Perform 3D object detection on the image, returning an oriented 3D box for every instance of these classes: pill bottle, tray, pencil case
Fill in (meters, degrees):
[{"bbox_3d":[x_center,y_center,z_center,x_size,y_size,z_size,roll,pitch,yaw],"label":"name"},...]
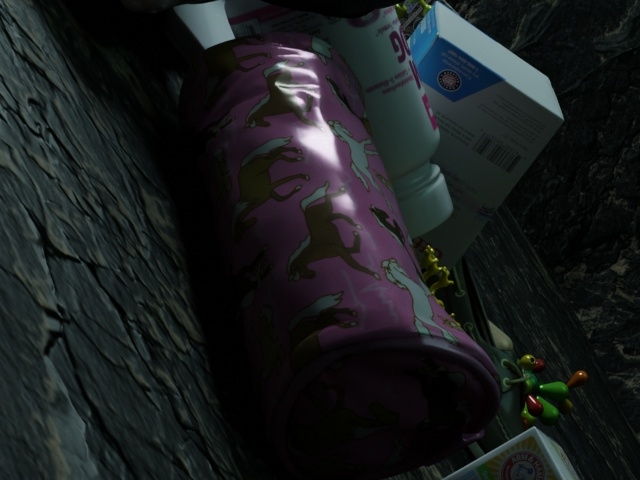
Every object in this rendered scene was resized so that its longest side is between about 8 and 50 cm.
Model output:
[{"bbox_3d":[0.025,-0.138,1.398,0.160,0.160,0.283,-78,148,-74],"label":"pill bottle"},{"bbox_3d":[-0.132,-0.237,1.399,0.145,0.030,0.270,51,13,-35],"label":"tray"},{"bbox_3d":[0.000,0.000,1.013,0.386,0.160,0.167,-111,-162,-46],"label":"pencil case"}]

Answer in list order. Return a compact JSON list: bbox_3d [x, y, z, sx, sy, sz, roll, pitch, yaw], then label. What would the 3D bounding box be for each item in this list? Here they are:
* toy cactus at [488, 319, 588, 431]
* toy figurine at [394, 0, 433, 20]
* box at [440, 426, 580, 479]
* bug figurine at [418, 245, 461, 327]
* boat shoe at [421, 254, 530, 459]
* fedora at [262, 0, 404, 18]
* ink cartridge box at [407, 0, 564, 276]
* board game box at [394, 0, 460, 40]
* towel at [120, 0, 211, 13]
[{"bbox_3d":[0.275,0.176,1.917,0.180,0.112,0.219,51,18,14],"label":"toy cactus"},{"bbox_3d":[0.100,-0.187,1.874,0.362,0.191,0.217,47,38,-8],"label":"toy figurine"},{"bbox_3d":[0.203,0.285,1.233,0.203,0.114,0.103,63,12,27],"label":"box"},{"bbox_3d":[0.046,0.052,1.247,0.216,0.072,0.279,46,25,-28],"label":"bug figurine"},{"bbox_3d":[0.179,0.145,1.558,0.109,0.091,0.305,42,20,-55],"label":"boat shoe"},{"bbox_3d":[-0.017,-0.310,1.227,0.334,0.334,0.152,62,-15,19],"label":"fedora"},{"bbox_3d":[0.133,-0.115,1.573,0.171,0.233,0.168,33,21,-11],"label":"ink cartridge box"},{"bbox_3d":[0.036,-0.406,2.080,0.291,0.141,0.232,40,9,-25],"label":"board game box"},{"bbox_3d":[-0.206,-0.329,1.186,0.317,0.053,0.332,51,14,-5],"label":"towel"}]
